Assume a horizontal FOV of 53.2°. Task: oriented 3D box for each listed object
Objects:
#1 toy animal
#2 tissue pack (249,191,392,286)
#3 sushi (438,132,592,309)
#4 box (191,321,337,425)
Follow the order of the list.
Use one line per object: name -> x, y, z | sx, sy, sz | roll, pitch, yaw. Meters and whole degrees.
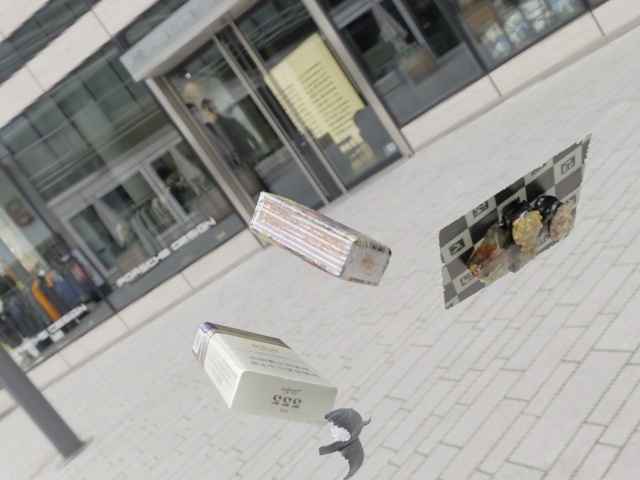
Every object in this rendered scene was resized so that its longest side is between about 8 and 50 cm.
toy animal -> 0.020, 0.147, 0.486 | 0.028, 0.084, 0.050 | 10, 41, 21
tissue pack -> 0.000, 0.000, 0.781 | 0.108, 0.148, 0.060 | 14, -78, -60
sushi -> 0.240, 0.000, 0.753 | 0.210, 0.193, 0.040 | -31, 53, -9
box -> -0.100, 0.211, 1.045 | 0.259, 0.168, 0.071 | 19, 91, 65
